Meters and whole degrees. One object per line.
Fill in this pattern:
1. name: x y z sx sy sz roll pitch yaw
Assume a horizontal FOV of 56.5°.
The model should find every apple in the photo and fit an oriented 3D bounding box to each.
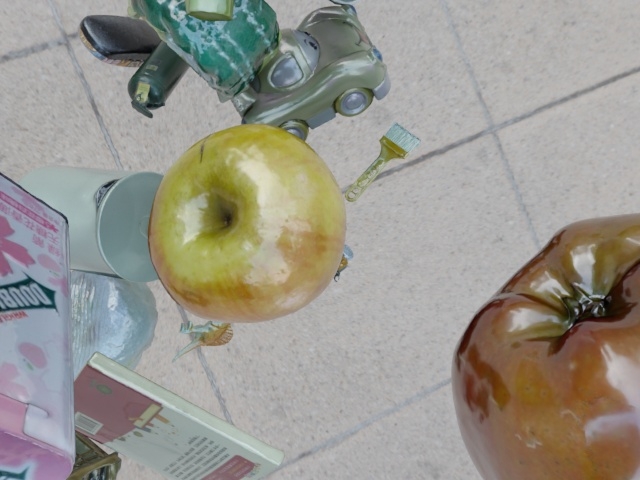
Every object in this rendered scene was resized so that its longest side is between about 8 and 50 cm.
1. apple: -0.098 -0.021 0.840 0.285 0.233 0.286 -3 83 22
2. apple: 0.198 0.094 0.360 0.233 0.234 0.234 0 89 -14

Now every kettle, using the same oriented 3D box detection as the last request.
1. kettle: -0.406 -0.012 1.123 0.205 0.317 0.265 -36 122 -45

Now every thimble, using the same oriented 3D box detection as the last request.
1. thimble: -0.213 -0.402 1.071 0.288 0.254 0.167 41 89 17

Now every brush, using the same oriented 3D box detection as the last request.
1. brush: 0.130 -0.172 1.352 0.082 0.010 0.218 39 82 25

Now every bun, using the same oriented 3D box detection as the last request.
1. bun: -0.581 0.219 1.618 0.211 0.361 0.362 11 85 -51

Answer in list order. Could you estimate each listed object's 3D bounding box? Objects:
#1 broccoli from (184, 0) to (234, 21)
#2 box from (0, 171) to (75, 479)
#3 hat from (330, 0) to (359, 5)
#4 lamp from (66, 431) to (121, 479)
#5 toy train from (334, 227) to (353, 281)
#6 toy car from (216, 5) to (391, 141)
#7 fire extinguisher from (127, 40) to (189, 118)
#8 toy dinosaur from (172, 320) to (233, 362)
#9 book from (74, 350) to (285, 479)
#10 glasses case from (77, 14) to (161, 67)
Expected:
1. broccoli: -0.135 -0.461 0.829 0.287 0.235 0.260 2 77 -15
2. box: -0.324 0.053 0.534 0.112 0.370 0.190 -41 127 5
3. hat: 0.027 -0.589 1.135 0.274 0.232 0.161 -8 65 -15
4. lamp: -0.437 0.301 0.900 0.090 0.325 0.089 -9 115 -54
5. toy train: 0.000 0.000 1.394 0.127 0.089 0.219 23 40 -39
6. toy car: -0.048 -0.373 1.282 0.335 0.226 0.242 -27 51 10
7. fire extinguisher: -0.388 -0.405 1.459 0.114 0.095 0.311 15 50 7
8. toy dinosaur: -0.272 0.229 1.475 0.142 0.057 0.212 15 127 -27
9. book: -0.175 0.217 0.663 0.231 0.162 0.022 33 42 -15
10. glasses case: -0.484 -0.512 1.540 0.082 0.321 0.122 -39 86 28
